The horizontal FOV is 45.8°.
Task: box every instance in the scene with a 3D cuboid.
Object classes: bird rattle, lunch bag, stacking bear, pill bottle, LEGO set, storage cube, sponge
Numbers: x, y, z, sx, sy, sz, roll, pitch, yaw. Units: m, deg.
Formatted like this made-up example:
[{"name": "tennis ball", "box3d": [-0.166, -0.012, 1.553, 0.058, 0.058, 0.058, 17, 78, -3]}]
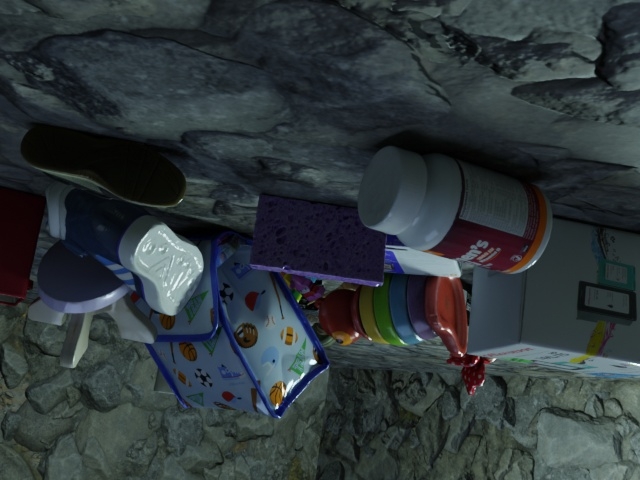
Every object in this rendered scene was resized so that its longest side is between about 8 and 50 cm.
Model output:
[{"name": "bird rattle", "box3d": [0.398, 0.216, 1.643, 0.143, 0.207, 0.253, 41, 125, 8]}, {"name": "lunch bag", "box3d": [-0.224, 0.163, 1.574, 0.327, 0.239, 0.385, -6, 117, 42]}, {"name": "stacking bear", "box3d": [0.130, 0.142, 1.515, 0.289, 0.164, 0.175, -10, 141, 27]}, {"name": "pill bottle", "box3d": [0.164, -0.038, 0.930, 0.221, 0.121, 0.121, 14, 165, -25]}, {"name": "LEGO set", "box3d": [-0.078, 0.085, 1.631, 0.093, 0.087, 0.227, 41, 143, -18]}, {"name": "storage cube", "box3d": [-0.632, 0.006, 1.405, 0.215, 0.193, 0.183, 13, 165, -25]}, {"name": "sponge", "box3d": [0.000, 0.000, 1.184, 0.210, 0.117, 0.031, 8, 164, -1]}]

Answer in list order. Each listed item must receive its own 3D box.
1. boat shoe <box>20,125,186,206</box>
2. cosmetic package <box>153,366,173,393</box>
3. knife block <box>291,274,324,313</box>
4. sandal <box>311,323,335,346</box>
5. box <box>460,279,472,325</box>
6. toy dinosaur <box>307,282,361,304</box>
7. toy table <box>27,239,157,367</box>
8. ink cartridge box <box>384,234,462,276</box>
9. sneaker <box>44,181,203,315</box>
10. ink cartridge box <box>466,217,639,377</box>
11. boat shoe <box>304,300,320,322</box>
[{"name": "boat shoe", "box3d": [-0.295, -0.099, 1.047, 0.223, 0.080, 0.073, 16, 171, -10]}, {"name": "cosmetic package", "box3d": [-0.358, 0.258, 2.026, 0.113, 0.310, 0.160, 9, 166, -4]}, {"name": "knife block", "box3d": [-0.125, 0.128, 1.833, 0.242, 0.088, 0.275, 20, 161, -40]}, {"name": "sandal", "box3d": [0.038, 0.231, 2.171, 0.086, 0.120, 0.303, 39, 156, -10]}, {"name": "box", "box3d": [0.262, 0.135, 1.670, 0.147, 0.078, 0.180, 0, 164, 31]}, {"name": "toy dinosaur", "box3d": [0.076, 0.091, 1.639, 0.112, 0.064, 0.211, 22, 142, -25]}, {"name": "toy table", "box3d": [-0.430, 0.102, 1.440, 0.252, 0.161, 0.274, 17, -150, 12]}, {"name": "ink cartridge box", "box3d": [0.139, 0.017, 1.326, 0.206, 0.045, 0.208, 4, 167, 15]}, {"name": "sneaker", "box3d": [-0.347, -0.001, 1.303, 0.236, 0.130, 0.323, 28, 164, 16]}, {"name": "ink cartridge box", "box3d": [0.393, 0.094, 1.174, 0.270, 0.197, 0.198, 11, 166, -9]}, {"name": "boat shoe", "box3d": [-0.048, 0.189, 2.123, 0.178, 0.064, 0.060, 3, -160, 3]}]
